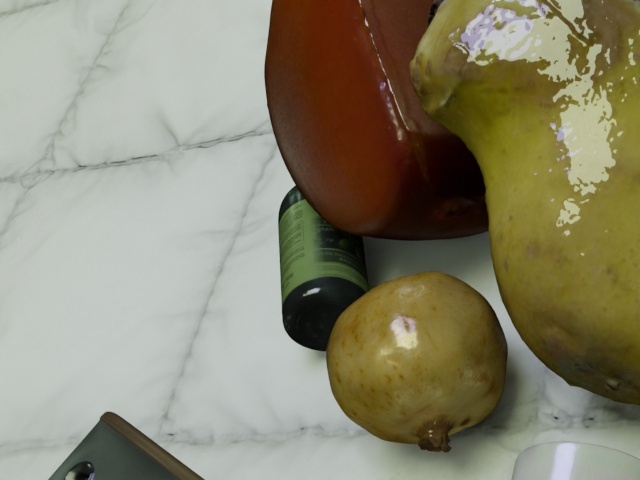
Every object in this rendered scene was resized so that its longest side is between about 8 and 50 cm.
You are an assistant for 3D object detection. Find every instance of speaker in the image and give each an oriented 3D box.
[{"bbox_3d":[-0.164,0.306,1.395,0.153,0.192,0.231,-50,37,-13],"label":"speaker"}]

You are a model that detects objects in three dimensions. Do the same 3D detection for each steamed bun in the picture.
[{"bbox_3d":[0.073,-0.162,1.597,0.248,0.235,0.379,-48,51,48],"label":"steamed bun"}]

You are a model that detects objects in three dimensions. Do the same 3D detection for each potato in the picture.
[{"bbox_3d":[0.235,-0.038,1.288,0.296,0.397,0.290,-61,11,-29],"label":"potato"}]

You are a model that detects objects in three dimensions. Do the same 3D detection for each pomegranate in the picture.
[{"bbox_3d":[0.099,0.127,1.390,0.196,0.196,0.196,-22,40,20],"label":"pomegranate"}]

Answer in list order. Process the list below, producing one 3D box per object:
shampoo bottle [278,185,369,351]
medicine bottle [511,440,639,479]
[{"bbox_3d":[0.000,0.000,1.654,0.101,0.101,0.283,-25,39,17],"label":"shampoo bottle"},{"bbox_3d":[0.190,0.315,1.110,0.170,0.170,0.293,-6,48,35],"label":"medicine bottle"}]
